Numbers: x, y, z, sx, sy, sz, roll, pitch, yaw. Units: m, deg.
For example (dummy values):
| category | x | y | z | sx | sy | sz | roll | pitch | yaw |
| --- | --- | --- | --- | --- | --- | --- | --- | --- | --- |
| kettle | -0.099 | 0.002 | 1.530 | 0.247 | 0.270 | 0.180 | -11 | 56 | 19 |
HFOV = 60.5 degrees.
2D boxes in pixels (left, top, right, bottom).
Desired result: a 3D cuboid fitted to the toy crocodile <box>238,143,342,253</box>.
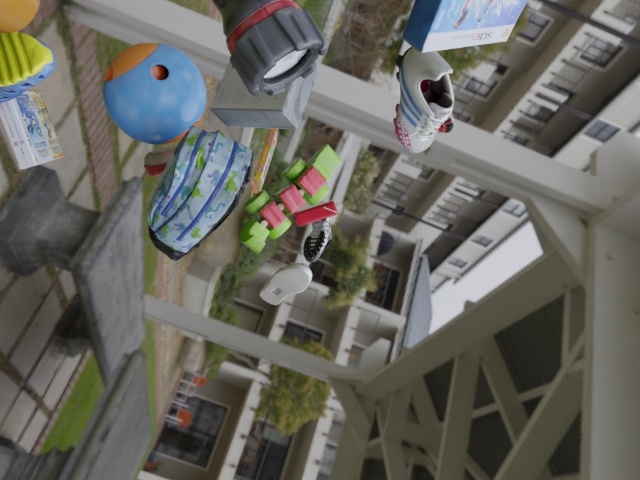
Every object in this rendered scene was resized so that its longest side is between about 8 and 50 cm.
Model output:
| category | x | y | z | sx | sy | sz | roll | pitch | yaw |
| --- | --- | --- | --- | --- | --- | --- | --- | --- | --- |
| toy crocodile | -0.072 | -0.107 | 1.353 | 0.340 | 0.115 | 0.105 | -44 | -162 | -17 |

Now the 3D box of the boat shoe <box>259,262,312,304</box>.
| category | x | y | z | sx | sy | sz | roll | pitch | yaw |
| --- | --- | --- | --- | --- | --- | --- | --- | --- | --- |
| boat shoe | -0.064 | 0.077 | 1.115 | 0.063 | 0.066 | 0.184 | -62 | -172 | -34 |

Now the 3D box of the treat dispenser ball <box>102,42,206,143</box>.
| category | x | y | z | sx | sy | sz | roll | pitch | yaw |
| --- | --- | --- | --- | --- | --- | --- | --- | --- | --- |
| treat dispenser ball | -0.479 | -0.424 | 1.594 | 0.288 | 0.288 | 0.288 | -159 | -90 | -86 |

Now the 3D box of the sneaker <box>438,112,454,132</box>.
| category | x | y | z | sx | sy | sz | roll | pitch | yaw |
| --- | --- | --- | --- | --- | --- | --- | --- | --- | --- |
| sneaker | 0.307 | -0.388 | 1.450 | 0.262 | 0.104 | 0.125 | 48 | 59 | -55 |

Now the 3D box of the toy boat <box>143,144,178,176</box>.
| category | x | y | z | sx | sy | sz | roll | pitch | yaw |
| --- | --- | --- | --- | --- | --- | --- | --- | --- | --- |
| toy boat | -0.432 | -0.226 | 1.743 | 0.151 | 0.231 | 0.151 | 24 | -51 | 60 |

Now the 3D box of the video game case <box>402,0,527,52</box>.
| category | x | y | z | sx | sy | sz | roll | pitch | yaw |
| --- | --- | --- | --- | --- | --- | --- | --- | --- | --- |
| video game case | 0.285 | -0.460 | 0.925 | 0.244 | 0.061 | 0.269 | -20 | 147 | -33 |

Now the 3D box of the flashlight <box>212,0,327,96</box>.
| category | x | y | z | sx | sy | sz | roll | pitch | yaw |
| --- | --- | --- | --- | --- | --- | --- | --- | --- | --- |
| flashlight | -0.112 | -0.310 | 0.607 | 0.103 | 0.304 | 0.103 | -33 | 177 | 34 |

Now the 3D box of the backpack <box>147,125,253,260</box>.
| category | x | y | z | sx | sy | sz | roll | pitch | yaw |
| --- | --- | --- | --- | --- | --- | --- | --- | --- | --- |
| backpack | -0.328 | -0.147 | 1.501 | 0.356 | 0.273 | 0.290 | -18 | -140 | 41 |

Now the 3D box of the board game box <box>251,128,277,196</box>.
| category | x | y | z | sx | sy | sz | roll | pitch | yaw |
| --- | --- | --- | --- | --- | --- | --- | --- | --- | --- |
| board game box | -0.204 | -0.289 | 2.001 | 0.124 | 0.039 | 0.259 | 109 | -1 | -69 |

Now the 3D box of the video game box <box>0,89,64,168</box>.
| category | x | y | z | sx | sy | sz | roll | pitch | yaw |
| --- | --- | --- | --- | --- | --- | --- | --- | --- | --- |
| video game box | -0.736 | -0.287 | 1.393 | 0.205 | 0.048 | 0.187 | -112 | -169 | -74 |

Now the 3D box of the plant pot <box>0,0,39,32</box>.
| category | x | y | z | sx | sy | sz | roll | pitch | yaw |
| --- | --- | --- | --- | --- | --- | --- | --- | --- | --- |
| plant pot | -0.648 | -0.496 | 1.033 | 0.188 | 0.205 | 0.205 | 34 | 76 | -76 |

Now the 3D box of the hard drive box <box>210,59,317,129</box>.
| category | x | y | z | sx | sy | sz | roll | pitch | yaw |
| --- | --- | --- | --- | --- | --- | --- | --- | --- | --- |
| hard drive box | -0.148 | -0.393 | 1.433 | 0.089 | 0.232 | 0.181 | 41 | 63 | -57 |

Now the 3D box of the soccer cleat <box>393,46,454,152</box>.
| category | x | y | z | sx | sy | sz | roll | pitch | yaw |
| --- | --- | --- | --- | --- | --- | --- | --- | --- | --- |
| soccer cleat | 0.249 | -0.302 | 1.297 | 0.116 | 0.143 | 0.331 | -35 | 148 | -11 |

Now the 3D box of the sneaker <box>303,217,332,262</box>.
| category | x | y | z | sx | sy | sz | roll | pitch | yaw |
| --- | --- | --- | --- | --- | --- | --- | --- | --- | --- |
| sneaker | 0.000 | 0.000 | 1.913 | 0.106 | 0.078 | 0.234 | 66 | 26 | -42 |

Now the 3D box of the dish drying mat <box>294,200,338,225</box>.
| category | x | y | z | sx | sy | sz | roll | pitch | yaw |
| --- | --- | --- | --- | --- | --- | --- | --- | --- | --- |
| dish drying mat | -0.008 | -0.052 | 1.082 | 0.008 | 0.083 | 0.032 | -94 | 164 | -56 |

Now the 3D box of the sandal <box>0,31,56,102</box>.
| category | x | y | z | sx | sy | sz | roll | pitch | yaw |
| --- | --- | --- | --- | --- | --- | --- | --- | --- | --- |
| sandal | -0.708 | -0.362 | 1.209 | 0.138 | 0.317 | 0.126 | 16 | 67 | -70 |
